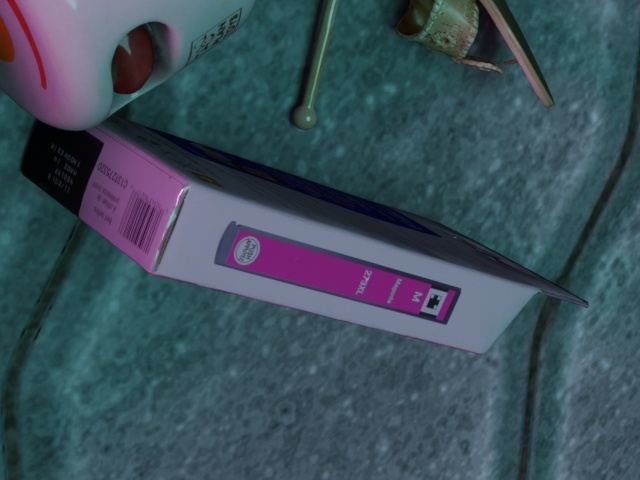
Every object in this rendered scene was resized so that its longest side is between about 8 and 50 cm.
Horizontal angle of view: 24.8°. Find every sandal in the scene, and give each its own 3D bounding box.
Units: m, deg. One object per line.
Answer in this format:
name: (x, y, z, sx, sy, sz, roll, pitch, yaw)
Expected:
sandal: (0.083, -0.179, 1.046, 0.079, 0.088, 0.240, -26, 123, 13)

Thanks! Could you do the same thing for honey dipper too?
honey dipper: (0.004, -0.154, 1.014, 0.030, 0.030, 0.160, 0, 114, -37)

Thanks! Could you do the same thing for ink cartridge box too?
ink cartridge box: (0.000, 0.000, 0.980, 0.371, 0.176, 0.069, 14, 102, -40)

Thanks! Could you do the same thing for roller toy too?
roller toy: (-0.130, -0.169, 0.793, 0.146, 0.191, 0.209, -36, 128, -20)
